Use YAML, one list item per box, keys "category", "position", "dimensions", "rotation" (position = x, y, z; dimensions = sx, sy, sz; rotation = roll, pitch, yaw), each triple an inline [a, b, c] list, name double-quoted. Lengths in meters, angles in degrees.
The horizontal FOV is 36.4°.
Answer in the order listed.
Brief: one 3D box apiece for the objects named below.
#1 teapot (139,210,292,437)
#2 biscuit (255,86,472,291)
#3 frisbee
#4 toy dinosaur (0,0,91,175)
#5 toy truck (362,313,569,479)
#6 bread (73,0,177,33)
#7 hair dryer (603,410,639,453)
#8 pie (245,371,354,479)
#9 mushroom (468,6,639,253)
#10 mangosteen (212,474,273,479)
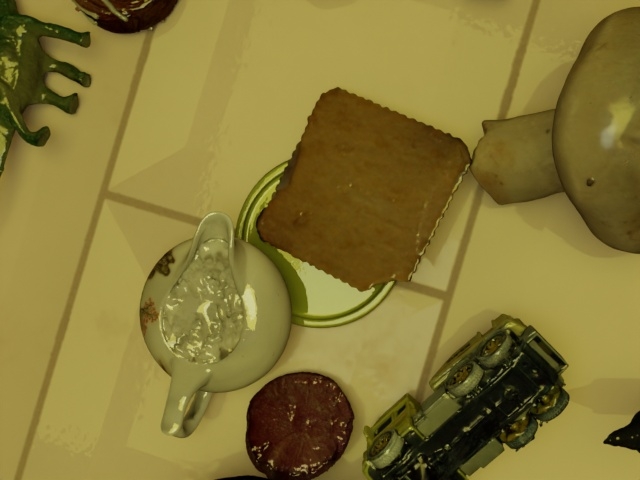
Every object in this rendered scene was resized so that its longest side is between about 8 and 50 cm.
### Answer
- category: "teapot"
  position: [-0.141, 0.107, 1.256]
  dimensions: [0.204, 0.139, 0.298]
  rotation: [9, 96, 11]
- category: "biscuit"
  position: [0.051, -0.062, 1.256]
  dimensions: [0.237, 0.013, 0.232]
  rotation: [27, 91, 26]
- category: "frisbee"
  position: [0.000, 0.000, 1.310]
  dimensions: [0.236, 0.017, 0.236]
  rotation: [0, 88, 7]
- category: "toy dinosaur"
  position: [-0.469, -0.266, 1.346]
  dimensions: [0.300, 0.087, 0.447]
  rotation: [25, 84, 7]
- category: "toy truck"
  position: [0.177, 0.207, 1.215]
  dimensions: [0.124, 0.157, 0.272]
  rotation: [44, 101, -9]
- category: "bread"
  position: [-0.273, -0.364, 1.329]
  dimensions: [0.160, 0.073, 0.161]
  rotation: [0, 86, 7]
- category: "hair dryer"
  position: [0.472, 0.193, 1.133]
  dimensions: [0.352, 0.107, 0.189]
  rotation: [-1, 84, -24]
- category: "pie"
  position: [-0.030, 0.241, 1.267]
  dimensions: [0.154, 0.036, 0.154]
  rotation: [-4, 58, 6]
- category: "mushroom"
  position: [0.333, -0.133, 1.177]
  dimensions: [0.290, 0.292, 0.293]
  rotation: [3, 88, 36]
- category: "mangosteen"
  position: [-0.081, 0.431, 1.173]
  dimensions: [0.311, 0.311, 0.311]
  rotation: [0, 88, 7]
